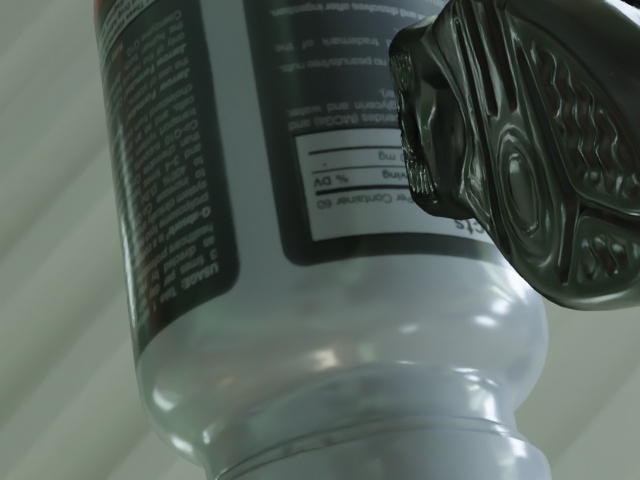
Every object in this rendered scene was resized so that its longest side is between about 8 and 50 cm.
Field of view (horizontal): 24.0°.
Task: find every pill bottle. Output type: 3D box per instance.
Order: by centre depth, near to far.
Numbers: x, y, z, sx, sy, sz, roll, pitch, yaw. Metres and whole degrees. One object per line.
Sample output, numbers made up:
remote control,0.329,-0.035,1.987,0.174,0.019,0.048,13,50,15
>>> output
pill bottle,0.000,0.000,0.784,0.210,0.210,0.363,-22,-119,22

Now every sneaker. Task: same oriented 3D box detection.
sneaker,0.098,-0.040,0.423,0.130,0.087,0.227,-12,-173,-4
